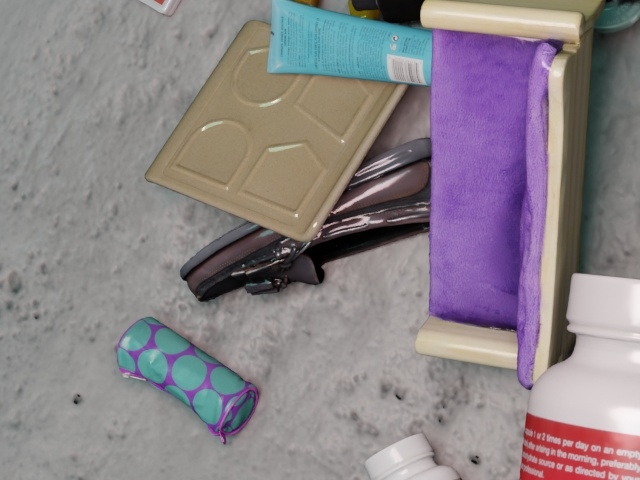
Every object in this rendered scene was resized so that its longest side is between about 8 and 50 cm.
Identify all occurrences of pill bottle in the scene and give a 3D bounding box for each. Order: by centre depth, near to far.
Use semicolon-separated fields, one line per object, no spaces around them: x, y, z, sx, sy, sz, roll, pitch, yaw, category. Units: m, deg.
0.286;0.239;1.646;0.229;0.229;0.408;6;91;20;pill bottle
0.111;0.281;1.844;0.094;0.094;0.169;-31;75;13;pill bottle

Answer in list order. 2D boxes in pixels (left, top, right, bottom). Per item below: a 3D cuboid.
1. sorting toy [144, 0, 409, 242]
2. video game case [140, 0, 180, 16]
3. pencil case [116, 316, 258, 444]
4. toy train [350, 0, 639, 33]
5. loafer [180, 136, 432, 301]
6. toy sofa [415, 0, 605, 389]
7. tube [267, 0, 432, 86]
-0.017;-0.150;1.911;0.229;0.041;0.307;20;69;32;sorting toy
-0.229;-0.402;2.074;0.285;0.025;0.204;32;95;19;video game case
-0.141;0.145;1.962;0.151;0.064;0.070;31;78;20;pencil case
0.191;-0.299;1.847;0.333;0.142;0.190;-5;53;16;toy train
0.000;0.000;1.911;0.302;0.109;0.095;-28;80;11;loafer
0.167;-0.051;1.743;0.150;0.177;0.363;9;117;19;toy sofa
0.035;-0.191;1.850;0.207;0.052;0.080;12;105;28;tube
